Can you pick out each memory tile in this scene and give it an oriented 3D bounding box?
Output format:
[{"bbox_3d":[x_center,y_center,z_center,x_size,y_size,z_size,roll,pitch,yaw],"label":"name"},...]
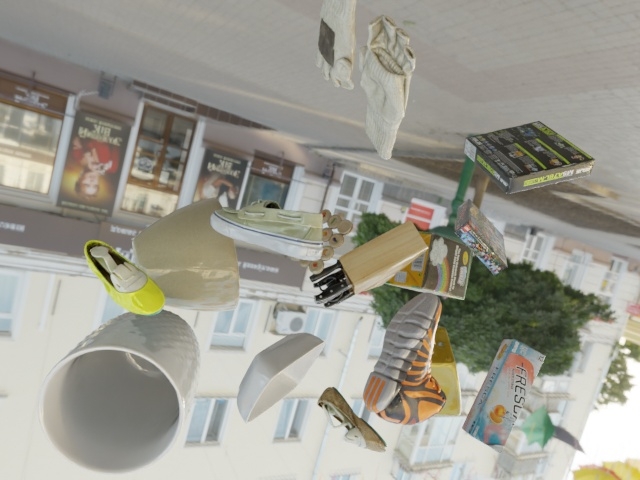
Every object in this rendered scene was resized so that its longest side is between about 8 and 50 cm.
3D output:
[{"bbox_3d":[0.000,0.000,1.029,0.113,0.148,0.012,32,172,40],"label":"memory tile"}]

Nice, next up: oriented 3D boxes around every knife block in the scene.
[{"bbox_3d":[0.104,0.068,1.130,0.242,0.275,0.088,-10,-117,-46],"label":"knife block"}]

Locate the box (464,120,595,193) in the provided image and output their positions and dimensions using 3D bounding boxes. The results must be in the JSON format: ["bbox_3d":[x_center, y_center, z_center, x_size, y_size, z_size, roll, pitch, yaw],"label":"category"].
[{"bbox_3d":[0.433,-0.181,0.944,0.183,0.045,0.191,-12,-140,-8],"label":"box"}]

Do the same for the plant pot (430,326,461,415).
[{"bbox_3d":[0.310,0.378,1.343,0.211,0.187,0.212,0,-146,2],"label":"plant pot"}]

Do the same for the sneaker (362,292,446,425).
[{"bbox_3d":[0.242,0.298,1.098,0.180,0.321,0.124,34,169,-22],"label":"sneaker"}]

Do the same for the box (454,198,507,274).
[{"bbox_3d":[0.456,-0.017,1.264,0.159,0.044,0.233,47,-152,-3],"label":"box"}]

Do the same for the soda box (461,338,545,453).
[{"bbox_3d":[0.318,0.265,0.775,0.058,0.183,0.063,28,171,8],"label":"soda box"}]

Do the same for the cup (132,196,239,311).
[{"bbox_3d":[-0.389,0.057,1.249,0.236,0.332,0.331,-10,-163,-25],"label":"cup"}]

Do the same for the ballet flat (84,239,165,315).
[{"bbox_3d":[-0.396,0.066,0.876,0.230,0.077,0.077,30,-127,30],"label":"ballet flat"}]

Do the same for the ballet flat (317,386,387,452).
[{"bbox_3d":[0.068,0.447,1.078,0.067,0.073,0.206,-29,-131,-31],"label":"ballet flat"}]

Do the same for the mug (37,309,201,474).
[{"bbox_3d":[-0.431,0.339,1.015,0.276,0.375,0.328,24,-171,-9],"label":"mug"}]

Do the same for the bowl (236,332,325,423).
[{"bbox_3d":[-0.071,0.209,0.707,0.053,0.142,0.142,41,-146,20],"label":"bowl"}]

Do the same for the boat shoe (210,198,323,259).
[{"bbox_3d":[-0.109,-0.037,0.920,0.302,0.094,0.109,15,-175,35],"label":"boat shoe"}]

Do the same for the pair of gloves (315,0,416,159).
[{"bbox_3d":[0.052,-0.253,0.628,0.042,0.240,0.204,-22,160,-12],"label":"pair of gloves"}]

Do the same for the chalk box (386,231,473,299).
[{"bbox_3d":[0.370,0.086,1.462,0.288,0.181,0.179,17,173,-38],"label":"chalk box"}]
